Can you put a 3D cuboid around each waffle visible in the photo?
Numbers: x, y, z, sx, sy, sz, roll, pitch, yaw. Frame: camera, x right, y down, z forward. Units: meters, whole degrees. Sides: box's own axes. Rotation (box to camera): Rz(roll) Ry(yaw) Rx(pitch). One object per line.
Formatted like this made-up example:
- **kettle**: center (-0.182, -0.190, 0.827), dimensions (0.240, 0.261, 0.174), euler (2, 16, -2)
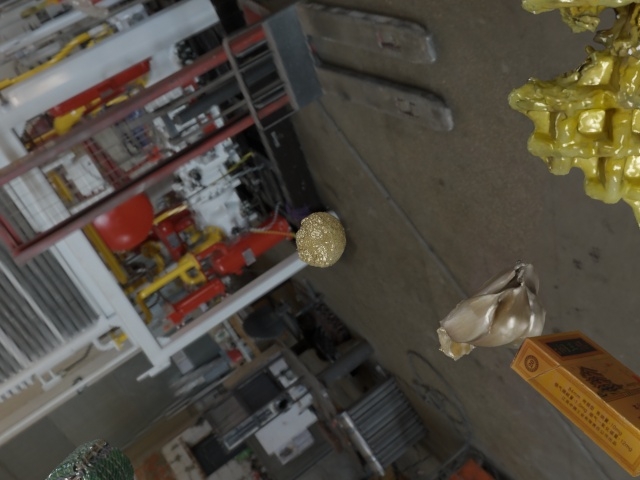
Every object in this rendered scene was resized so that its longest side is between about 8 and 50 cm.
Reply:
- **waffle**: center (0.272, -0.127, 0.448), dimensions (0.250, 0.261, 0.056), euler (41, -152, -15)

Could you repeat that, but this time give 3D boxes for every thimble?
- **thimble**: center (-0.375, 0.398, 1.026), dimensions (0.118, 0.135, 0.090), euler (42, -157, 0)

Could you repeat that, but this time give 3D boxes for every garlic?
- **garlic**: center (0.395, 0.146, 1.438), dimensions (0.292, 0.238, 0.210), euler (-41, 46, 37)

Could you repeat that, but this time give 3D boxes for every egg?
- **egg**: center (0.000, 0.000, 1.439), dimensions (0.118, 0.140, 0.116), euler (17, 138, -8)

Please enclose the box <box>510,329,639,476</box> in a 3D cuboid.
- **box**: center (0.496, 0.273, 1.118), dimensions (0.274, 0.174, 0.076), euler (45, 123, 44)
